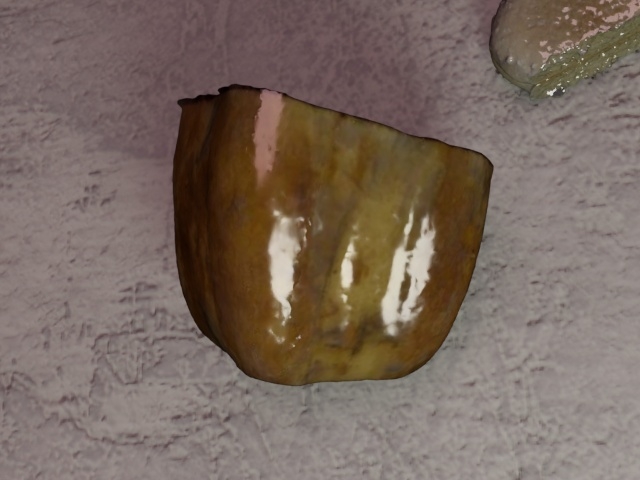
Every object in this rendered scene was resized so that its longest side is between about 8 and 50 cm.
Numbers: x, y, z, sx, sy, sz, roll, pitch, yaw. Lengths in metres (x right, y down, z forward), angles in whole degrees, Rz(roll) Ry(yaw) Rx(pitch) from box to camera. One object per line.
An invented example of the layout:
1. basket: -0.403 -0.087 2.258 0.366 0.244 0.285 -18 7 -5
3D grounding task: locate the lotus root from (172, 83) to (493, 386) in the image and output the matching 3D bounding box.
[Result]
1. lotus root: 0.000 0.000 1.036 0.316 0.316 0.250 9 93 19

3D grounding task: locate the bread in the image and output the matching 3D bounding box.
1. bread: 0.315 -0.286 1.106 0.337 0.102 0.183 -27 63 8
